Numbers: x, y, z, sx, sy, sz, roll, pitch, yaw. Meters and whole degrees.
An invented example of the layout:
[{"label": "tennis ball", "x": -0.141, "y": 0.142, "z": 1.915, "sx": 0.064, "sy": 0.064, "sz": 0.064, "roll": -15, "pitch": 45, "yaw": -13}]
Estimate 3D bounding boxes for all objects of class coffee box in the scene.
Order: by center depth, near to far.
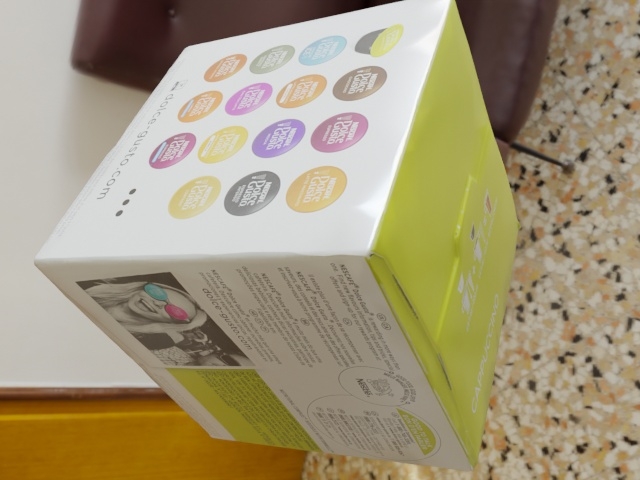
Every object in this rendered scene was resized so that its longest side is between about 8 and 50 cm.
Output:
[{"label": "coffee box", "x": 0.000, "y": 0.000, "z": 0.754, "sx": 0.334, "sy": 0.338, "sz": 0.338, "roll": -2, "pitch": 48, "yaw": 28}]
